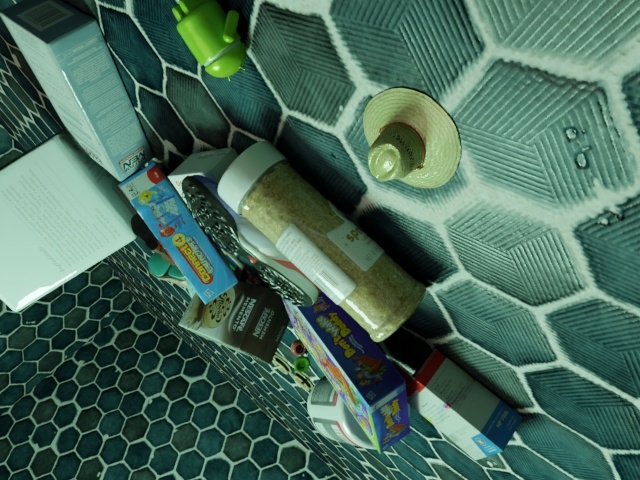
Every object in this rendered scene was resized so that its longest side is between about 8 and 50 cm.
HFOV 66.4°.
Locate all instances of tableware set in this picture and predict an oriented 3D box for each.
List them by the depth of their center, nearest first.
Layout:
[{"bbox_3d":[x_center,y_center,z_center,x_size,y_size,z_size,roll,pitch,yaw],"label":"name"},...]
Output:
[{"bbox_3d":[-0.107,0.479,1.753,0.194,0.039,0.128,27,149,34],"label":"tableware set"}]

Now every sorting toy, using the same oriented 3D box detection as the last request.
[{"bbox_3d":[-0.276,0.065,1.387,0.274,0.046,0.132,44,155,2],"label":"sorting toy"},{"bbox_3d":[-0.060,0.334,1.443,0.042,0.061,0.102,-155,57,-63],"label":"sorting toy"}]

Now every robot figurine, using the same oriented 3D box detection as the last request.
[{"bbox_3d":[-0.146,-0.273,0.661,0.101,0.067,0.115,-5,125,53],"label":"robot figurine"}]

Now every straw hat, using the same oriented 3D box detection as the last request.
[{"bbox_3d":[0.087,-0.101,0.571,0.144,0.061,0.145,34,153,21],"label":"straw hat"}]

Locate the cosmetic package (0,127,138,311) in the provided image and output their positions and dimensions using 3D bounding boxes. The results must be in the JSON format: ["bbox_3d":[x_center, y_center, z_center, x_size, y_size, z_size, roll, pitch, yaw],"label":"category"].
[{"bbox_3d":[-0.764,-0.084,1.383,0.328,0.393,0.329,58,179,-26],"label":"cosmetic package"}]

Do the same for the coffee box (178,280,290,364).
[{"bbox_3d":[-0.228,0.202,1.315,0.297,0.168,0.119,6,154,45],"label":"coffee box"}]

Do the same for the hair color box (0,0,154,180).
[{"bbox_3d":[-0.529,-0.331,1.105,0.185,0.113,0.375,34,152,23],"label":"hair color box"}]

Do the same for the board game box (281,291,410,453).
[{"bbox_3d":[0.041,0.226,0.991,0.347,0.078,0.233,48,162,40],"label":"board game box"}]

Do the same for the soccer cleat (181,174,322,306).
[{"bbox_3d":[-0.109,-0.018,0.889,0.318,0.116,0.108,42,153,-8],"label":"soccer cleat"}]

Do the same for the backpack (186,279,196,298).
[{"bbox_3d":[-0.337,0.156,1.526,0.182,0.151,0.115,51,152,18],"label":"backpack"}]

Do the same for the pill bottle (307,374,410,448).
[{"bbox_3d":[0.074,0.409,1.214,0.176,0.176,0.318,46,155,-2],"label":"pill bottle"}]

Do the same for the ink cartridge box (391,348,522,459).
[{"bbox_3d":[0.233,0.291,0.910,0.231,0.078,0.134,38,154,16],"label":"ink cartridge box"}]

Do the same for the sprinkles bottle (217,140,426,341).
[{"bbox_3d":[0.000,0.000,0.783,0.355,0.121,0.121,43,155,5],"label":"sprinkles bottle"}]

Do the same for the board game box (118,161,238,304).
[{"bbox_3d":[-0.325,-0.032,1.139,0.302,0.086,0.308,58,171,-15],"label":"board game box"}]

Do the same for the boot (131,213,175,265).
[{"bbox_3d":[-0.365,0.001,1.085,0.106,0.037,0.114,55,176,19],"label":"boot"}]

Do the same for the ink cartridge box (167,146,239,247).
[{"bbox_3d":[-0.191,-0.078,0.978,0.139,0.082,0.191,1,133,39],"label":"ink cartridge box"}]

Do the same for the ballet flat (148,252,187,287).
[{"bbox_3d":[-0.526,0.121,1.792,0.315,0.108,0.106,17,156,46],"label":"ballet flat"}]
